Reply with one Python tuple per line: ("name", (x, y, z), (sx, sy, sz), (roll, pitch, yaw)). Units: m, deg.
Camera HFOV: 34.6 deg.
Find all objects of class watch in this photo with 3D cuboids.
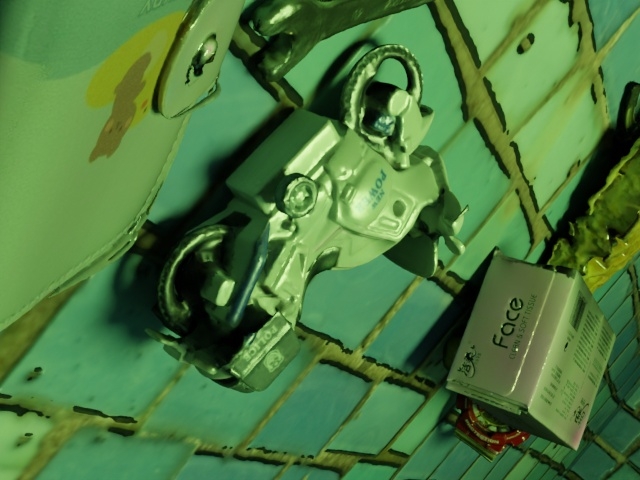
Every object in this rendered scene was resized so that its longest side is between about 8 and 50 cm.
("watch", (0.253, 0.196, 1.324), (0.165, 0.102, 0.268), (-60, 162, 18))

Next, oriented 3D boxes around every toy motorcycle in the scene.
("toy motorcycle", (0.000, 0.000, 0.600), (0.221, 0.102, 0.150), (-46, 135, -15))

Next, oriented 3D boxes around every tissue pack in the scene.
("tissue pack", (0.226, 0.123, 1.072), (0.246, 0.092, 0.149), (41, 68, -59))

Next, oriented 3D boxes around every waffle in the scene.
("waffle", (0.346, -0.031, 1.141), (0.283, 0.065, 0.309), (-44, 158, 2))

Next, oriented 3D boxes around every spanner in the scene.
("spanner", (0.052, -0.141, 0.575), (0.254, 0.015, 0.054), (-28, 150, -40))

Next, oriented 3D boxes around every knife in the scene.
("knife", (0.329, -0.106, 1.089), (0.045, 0.021, 0.222), (-41, 155, -12))

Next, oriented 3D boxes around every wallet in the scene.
("wallet", (-0.082, -0.078, 0.372), (0.231, 0.069, 0.170), (-62, 171, 32))

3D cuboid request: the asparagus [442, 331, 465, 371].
("asparagus", (0.188, 0.113, 1.139), (0.178, 0.041, 0.045), (-6, 94, -58))
